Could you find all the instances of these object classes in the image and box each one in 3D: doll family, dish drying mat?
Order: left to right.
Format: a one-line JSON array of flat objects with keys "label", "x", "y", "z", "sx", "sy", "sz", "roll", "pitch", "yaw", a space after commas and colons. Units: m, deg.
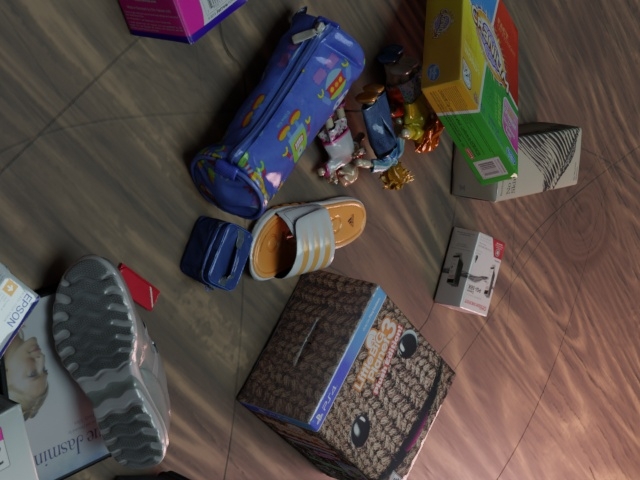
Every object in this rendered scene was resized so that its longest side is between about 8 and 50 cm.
[{"label": "dish drying mat", "x": -0.240, "y": 0.061, "z": 1.763, "sx": 0.083, "sy": 0.008, "sz": 0.032, "roll": 43, "pitch": 68, "yaw": -48}, {"label": "doll family", "x": 0.108, "y": -0.168, "z": 2.036, "sx": 0.263, "sy": 0.118, "sz": 0.163, "roll": -44, "pitch": 131, "yaw": -35}]

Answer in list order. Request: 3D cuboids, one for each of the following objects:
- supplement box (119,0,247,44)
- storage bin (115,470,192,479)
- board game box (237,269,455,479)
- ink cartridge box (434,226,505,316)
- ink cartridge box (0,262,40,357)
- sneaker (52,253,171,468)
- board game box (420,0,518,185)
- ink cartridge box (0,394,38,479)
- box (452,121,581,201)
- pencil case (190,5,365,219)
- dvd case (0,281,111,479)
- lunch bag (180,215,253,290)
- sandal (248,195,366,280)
[{"label": "supplement box", "x": -0.191, "y": -0.362, "z": 1.622, "sx": 0.111, "sy": 0.114, "sz": 0.220, "roll": -44, "pitch": 132, "yaw": -33}, {"label": "storage bin", "x": -0.232, "y": 0.377, "z": 1.802, "sx": 0.091, "sy": 0.098, "sz": 0.135, "roll": 14, "pitch": 89, "yaw": -41}, {"label": "board game box", "x": 0.048, "y": 0.219, "z": 2.053, "sx": 0.291, "sy": 0.141, "sz": 0.232, "roll": 47, "pitch": 64, "yaw": -46}, {"label": "ink cartridge box", "x": 0.258, "y": 0.055, "z": 2.332, "sx": 0.099, "sy": 0.056, "sz": 0.135, "roll": 19, "pitch": 84, "yaw": -52}, {"label": "ink cartridge box", "x": -0.445, "y": 0.083, "z": 1.466, "sx": 0.224, "sy": 0.045, "sz": 0.223, "roll": 48, "pitch": 61, "yaw": -35}, {"label": "sneaker", "x": -0.256, "y": 0.141, "z": 1.687, "sx": 0.115, "sy": 0.105, "sz": 0.281, "roll": -74, "pitch": 155, "yaw": -66}, {"label": "board game box", "x": 0.237, "y": -0.283, "z": 2.104, "sx": 0.242, "sy": 0.064, "sz": 0.317, "roll": 51, "pitch": 35, "yaw": -45}, {"label": "ink cartridge box", "x": -0.443, "y": 0.338, "z": 1.538, "sx": 0.275, "sy": 0.060, "sz": 0.239, "roll": -28, "pitch": 120, "yaw": -38}, {"label": "box", "x": 0.344, "y": -0.139, "z": 2.353, "sx": 0.275, "sy": 0.094, "sz": 0.113, "roll": -15, "pitch": 111, "yaw": -49}, {"label": "pencil case", "x": -0.054, "y": -0.176, "z": 1.834, "sx": 0.306, "sy": 0.119, "sz": 0.133, "roll": -57, "pitch": 161, "yaw": -24}, {"label": "dvd case", "x": -0.325, "y": 0.177, "z": 1.681, "sx": 0.180, "sy": 0.022, "sz": 0.253, "roll": -22, "pitch": 117, "yaw": -46}, {"label": "lunch bag", "x": -0.138, "y": 0.021, "z": 1.831, "sx": 0.067, "sy": 0.065, "sz": 0.098, "roll": 28, "pitch": 78, "yaw": -50}, {"label": "sandal", "x": 0.000, "y": -0.010, "z": 1.982, "sx": 0.265, "sy": 0.076, "sz": 0.102, "roll": -22, "pitch": 116, "yaw": -46}]
